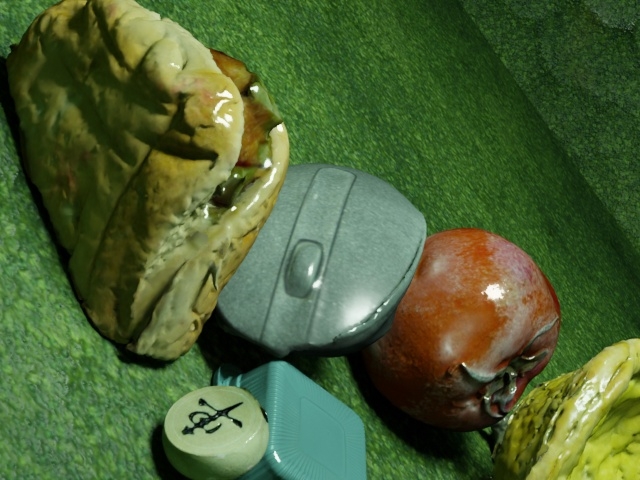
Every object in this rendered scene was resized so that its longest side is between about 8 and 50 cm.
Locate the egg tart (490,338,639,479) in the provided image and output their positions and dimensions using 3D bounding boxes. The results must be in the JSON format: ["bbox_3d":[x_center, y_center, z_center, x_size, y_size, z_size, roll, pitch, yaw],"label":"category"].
[{"bbox_3d":[0.280,0.264,1.259,0.345,0.132,0.345,-16,111,-48],"label":"egg tart"}]

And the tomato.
[{"bbox_3d":[0.149,0.090,1.270,0.188,0.232,0.232,37,12,33],"label":"tomato"}]

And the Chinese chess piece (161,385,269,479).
[{"bbox_3d":[-0.082,0.149,0.905,0.084,0.084,0.034,-92,178,-55],"label":"Chinese chess piece"}]

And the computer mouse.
[{"bbox_3d":[-0.001,-0.003,1.155,0.203,0.114,0.374,13,21,2],"label":"computer mouse"}]

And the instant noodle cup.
[{"bbox_3d":[-0.021,0.184,0.988,0.157,0.070,0.179,40,26,-24],"label":"instant noodle cup"}]

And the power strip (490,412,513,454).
[{"bbox_3d":[0.330,0.338,1.444,0.387,0.066,0.092,46,21,-14],"label":"power strip"}]

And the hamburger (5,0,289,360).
[{"bbox_3d":[-0.127,-0.082,0.995,0.162,0.209,0.330,20,41,-52],"label":"hamburger"}]
